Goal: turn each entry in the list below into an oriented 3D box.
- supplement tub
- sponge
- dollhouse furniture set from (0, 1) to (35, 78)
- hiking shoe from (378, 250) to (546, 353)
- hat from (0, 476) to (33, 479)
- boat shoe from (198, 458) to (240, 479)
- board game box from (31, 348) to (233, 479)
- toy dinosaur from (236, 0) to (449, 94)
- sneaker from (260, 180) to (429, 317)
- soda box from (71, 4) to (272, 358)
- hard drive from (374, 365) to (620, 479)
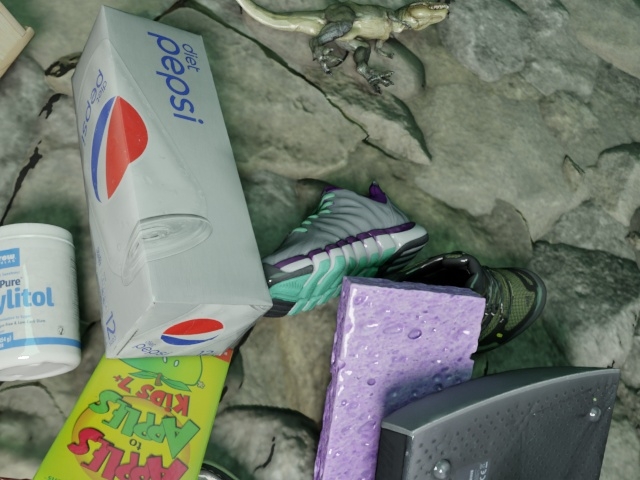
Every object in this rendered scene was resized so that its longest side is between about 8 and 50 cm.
[{"bbox_3d":[-0.223,0.048,0.478,0.071,0.071,0.107,-4,69,-23],"label":"supplement tub"},{"bbox_3d":[0.061,0.138,0.510,0.117,0.031,0.210,6,99,-17],"label":"sponge"},{"bbox_3d":[-0.456,-0.217,0.525,0.355,0.174,0.303,21,71,22],"label":"dollhouse furniture set"},{"bbox_3d":[0.137,0.058,0.585,0.227,0.114,0.086,-7,68,-24],"label":"hiking shoe"},{"bbox_3d":[-0.275,0.185,0.425,0.208,0.183,0.173,26,85,21],"label":"hat"},{"bbox_3d":[-0.034,0.284,0.431,0.103,0.092,0.285,-23,76,-23],"label":"boat shoe"},{"bbox_3d":[-0.126,0.130,0.440,0.092,0.043,0.181,25,26,-10],"label":"board game box"},{"bbox_3d":[0.027,-0.234,0.709,0.268,0.064,0.118,-2,62,-20],"label":"toy dinosaur"},{"bbox_3d":[0.000,0.000,0.577,0.223,0.083,0.098,-14,61,-45],"label":"sneaker"},{"bbox_3d":[-0.131,-0.052,0.508,0.098,0.091,0.286,7,54,-38],"label":"soda box"},{"bbox_3d":[0.143,0.188,0.507,0.254,0.054,0.172,-3,104,-35],"label":"hard drive"}]
